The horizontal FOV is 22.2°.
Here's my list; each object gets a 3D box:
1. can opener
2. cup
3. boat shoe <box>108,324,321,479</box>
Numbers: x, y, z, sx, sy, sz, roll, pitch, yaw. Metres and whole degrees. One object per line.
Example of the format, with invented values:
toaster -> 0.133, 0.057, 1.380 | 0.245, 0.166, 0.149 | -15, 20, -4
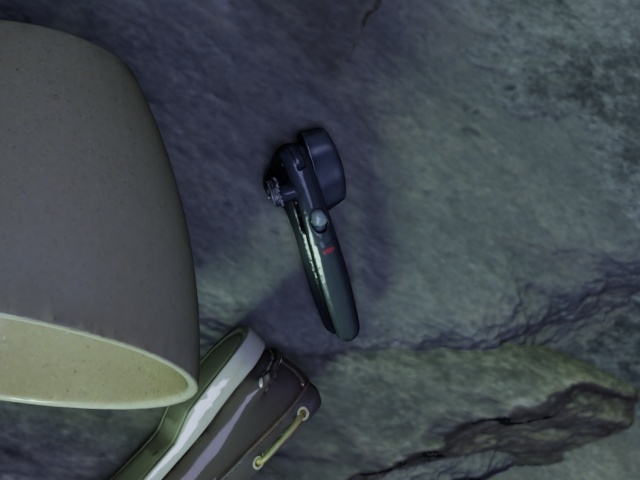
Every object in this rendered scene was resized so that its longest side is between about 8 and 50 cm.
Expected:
can opener -> 0.000, 0.000, 1.379 | 0.073, 0.059, 0.186 | -16, 104, -10
cup -> -0.237, -0.025, 1.213 | 0.331, 0.331, 0.237 | 12, 74, -15
boat shoe -> -0.130, 0.224, 1.370 | 0.096, 0.116, 0.324 | 40, 85, -14
